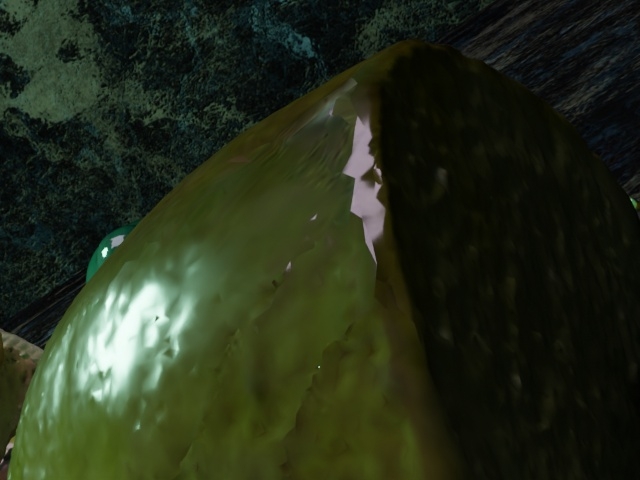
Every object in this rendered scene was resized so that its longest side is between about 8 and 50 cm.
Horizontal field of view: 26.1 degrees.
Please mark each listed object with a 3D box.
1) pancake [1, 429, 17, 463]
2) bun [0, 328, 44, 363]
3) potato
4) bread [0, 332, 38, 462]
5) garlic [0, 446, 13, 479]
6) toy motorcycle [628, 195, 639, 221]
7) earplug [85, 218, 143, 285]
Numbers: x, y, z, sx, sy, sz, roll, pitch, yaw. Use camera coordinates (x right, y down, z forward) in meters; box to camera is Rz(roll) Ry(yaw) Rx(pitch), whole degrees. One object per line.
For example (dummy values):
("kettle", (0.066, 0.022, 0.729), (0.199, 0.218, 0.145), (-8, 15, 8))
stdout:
("pancake", (-0.249, 0.237, 1.101), (0.387, 0.082, 0.387), (-34, 14, 10))
("bun", (-0.375, 0.193, 1.431), (0.220, 0.220, 0.134), (-44, -15, -41))
("potato", (-0.029, 0.066, 0.536), (0.280, 0.213, 0.330), (-26, 28, 27))
("bread", (-0.401, 0.208, 1.096), (0.375, 0.165, 0.236), (-32, 22, 35))
("garlic", (-0.169, 0.180, 0.929), (0.152, 0.066, 0.084), (-11, 63, 42))
("toy motorcycle", (0.146, 0.031, 0.817), (0.190, 0.074, 0.106), (-41, 20, -33))
("earplug", (-0.176, 0.071, 1.422), (0.257, 0.280, 0.164), (12, 60, 28))
